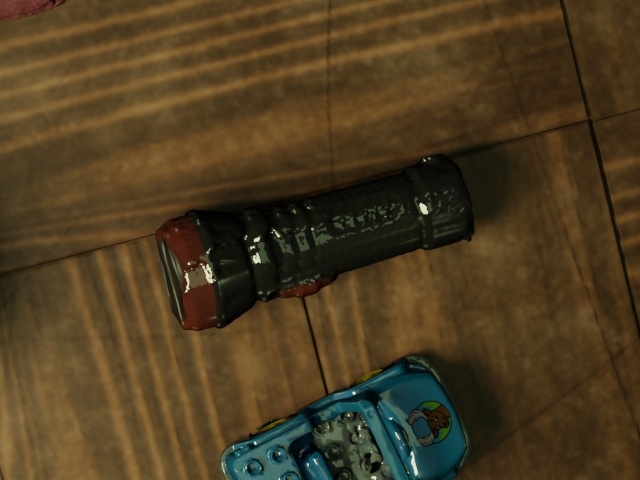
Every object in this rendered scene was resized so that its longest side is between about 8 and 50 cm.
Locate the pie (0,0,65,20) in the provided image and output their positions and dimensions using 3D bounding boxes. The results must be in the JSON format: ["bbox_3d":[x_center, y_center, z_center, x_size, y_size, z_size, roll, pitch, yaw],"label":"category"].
[{"bbox_3d":[-0.234,-0.228,1.417,0.154,0.038,0.153,-1,93,-12],"label":"pie"}]

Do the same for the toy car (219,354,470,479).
[{"bbox_3d":[0.023,0.162,1.451,0.191,0.100,0.097,-27,93,-12],"label":"toy car"}]

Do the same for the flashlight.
[{"bbox_3d":[0.000,0.000,1.449,0.232,0.093,0.093,-14,95,-12],"label":"flashlight"}]
